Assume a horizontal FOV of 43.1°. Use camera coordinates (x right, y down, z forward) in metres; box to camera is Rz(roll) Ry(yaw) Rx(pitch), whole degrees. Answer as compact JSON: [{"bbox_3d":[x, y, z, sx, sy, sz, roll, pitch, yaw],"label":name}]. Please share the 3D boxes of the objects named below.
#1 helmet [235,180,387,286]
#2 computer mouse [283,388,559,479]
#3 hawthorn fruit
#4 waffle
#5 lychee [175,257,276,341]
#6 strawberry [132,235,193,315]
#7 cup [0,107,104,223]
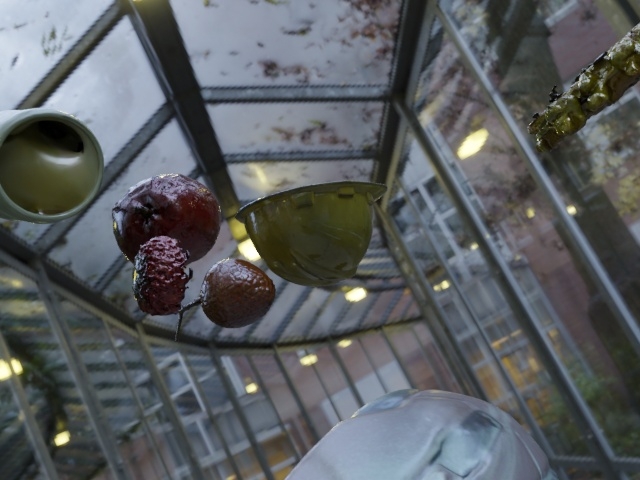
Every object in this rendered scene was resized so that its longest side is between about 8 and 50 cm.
[{"bbox_3d":[0.000,0.000,1.258,0.257,0.140,0.205,-2,-15,-39],"label":"helmet"},{"bbox_3d":[0.051,0.188,0.500,0.389,0.200,0.114,-29,-41,-57],"label":"computer mouse"},{"bbox_3d":[-0.327,-0.038,1.687,0.230,0.210,0.266,-15,-4,2],"label":"hawthorn fruit"},{"bbox_3d":[0.376,-0.220,1.035,0.260,0.069,0.293,-41,-3,4],"label":"waffle"},{"bbox_3d":[-0.134,0.078,1.161,0.140,0.114,0.101,5,-33,0],"label":"lychee"},{"bbox_3d":[-0.276,0.061,1.389,0.086,0.145,0.145,8,-29,-21],"label":"strawberry"},{"bbox_3d":[-0.470,-0.088,1.214,0.255,0.173,0.202,-43,28,-26],"label":"cup"}]
